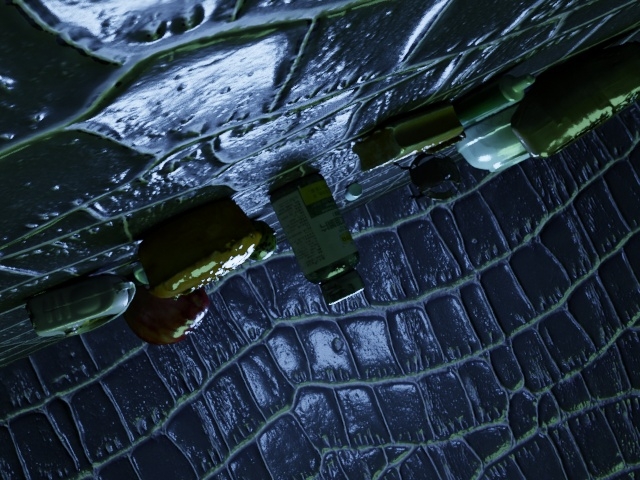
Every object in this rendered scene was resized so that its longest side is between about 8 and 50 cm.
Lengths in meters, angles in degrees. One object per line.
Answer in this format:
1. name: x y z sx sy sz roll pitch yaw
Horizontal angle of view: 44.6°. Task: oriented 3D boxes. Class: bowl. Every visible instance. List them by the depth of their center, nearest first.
1. bowl: 0.583 -0.322 2.457 0.307 0.163 0.307 -23 175 -2

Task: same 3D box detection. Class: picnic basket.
1. picnic basket: 0.309 -0.266 1.990 0.110 0.054 0.193 -24 179 15

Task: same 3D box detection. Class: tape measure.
1. tape measure: -0.544 0.153 1.790 0.236 0.120 0.197 -19 170 -20

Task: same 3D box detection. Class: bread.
1. bread: -0.245 0.017 1.589 0.269 0.145 0.268 -29 179 -1

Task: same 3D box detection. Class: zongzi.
1. zongzi: 0.671 -0.380 2.006 0.356 0.174 0.393 -32 -175 22

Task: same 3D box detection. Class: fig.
1. fig: -0.444 0.195 2.242 0.263 0.223 0.224 1 -174 18

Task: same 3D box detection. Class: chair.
1. chair: 0.354 -0.213 2.473 0.149 0.174 0.213 -30 165 23

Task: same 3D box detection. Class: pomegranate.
1. pomegranate: -0.196 0.005 2.219 0.162 0.122 0.122 -17 -179 23

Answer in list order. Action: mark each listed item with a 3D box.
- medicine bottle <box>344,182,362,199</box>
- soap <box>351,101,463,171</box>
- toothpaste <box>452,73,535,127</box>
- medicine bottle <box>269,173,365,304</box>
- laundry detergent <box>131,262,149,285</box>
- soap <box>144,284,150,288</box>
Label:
1. medicine bottle: 0.105 -0.156 2.514 0.047 0.047 0.083 -24 179 -12
2. soap: 0.192 -0.217 1.606 0.232 0.073 0.140 -24 -178 -37
3. toothpaste: 0.311 -0.274 1.695 0.099 0.061 0.392 -26 -179 -36
4. medicine bottle: 0.000 0.000 1.823 0.142 0.293 0.141 -24 178 -1
5. laundry detergent: -0.395 0.063 1.911 0.099 0.070 0.226 -1 163 -44
6. soap: -0.392 0.064 2.079 0.122 0.065 0.203 -23 178 -35
